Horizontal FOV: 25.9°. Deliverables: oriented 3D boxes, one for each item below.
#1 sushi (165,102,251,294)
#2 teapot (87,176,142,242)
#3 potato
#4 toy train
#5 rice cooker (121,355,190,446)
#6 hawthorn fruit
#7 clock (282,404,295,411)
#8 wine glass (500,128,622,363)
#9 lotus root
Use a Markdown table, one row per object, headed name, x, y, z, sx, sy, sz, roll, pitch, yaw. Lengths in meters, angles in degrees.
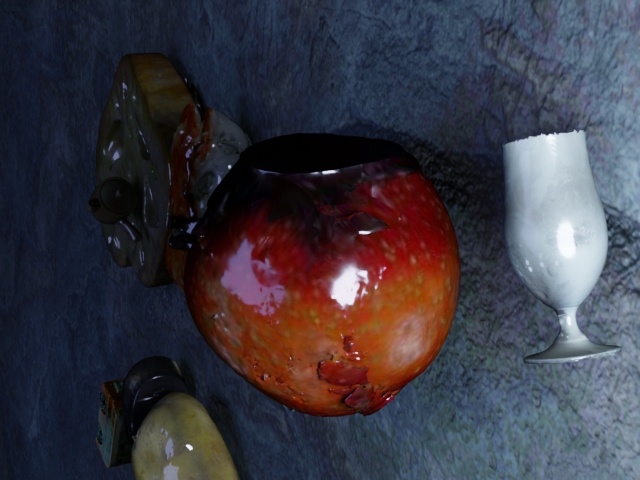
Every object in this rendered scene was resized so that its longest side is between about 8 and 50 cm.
| name | x | y | z | sx | sy | sz | roll | pitch | yaw |
| --- | --- | --- | --- | --- | --- | --- | --- | --- | --- |
| sushi | -0.148 | -0.028 | 1.987 | 0.124 | 0.130 | 0.332 | -152 | 64 | -67 |
| teapot | -0.322 | -0.039 | 2.173 | 0.110 | 0.085 | 0.080 | 62 | 145 | 6 |
| potato | -0.206 | 0.388 | 2.195 | 0.191 | 0.141 | 0.296 | -39 | 58 | 43 |
| toy train | -0.379 | 0.351 | 2.647 | 0.099 | 0.072 | 0.188 | 49 | 139 | 42 |
| rice cooker | -0.280 | 0.278 | 2.359 | 0.106 | 0.112 | 0.165 | -118 | 34 | -49 |
| hawthorn fruit | 0.008 | 0.030 | 1.467 | 0.316 | 0.316 | 0.316 | 173 | 90 | -66 |
| clock | -0.040 | 0.196 | 1.923 | 0.085 | 0.017 | 0.085 | 173 | 90 | -65 |
| wine glass | 0.211 | 0.004 | 1.235 | 0.093 | 0.093 | 0.202 | 175 | 88 | -66 |
| lotus root | -0.272 | -0.116 | 2.252 | 0.390 | 0.111 | 0.374 | -173 | 80 | -65 |
